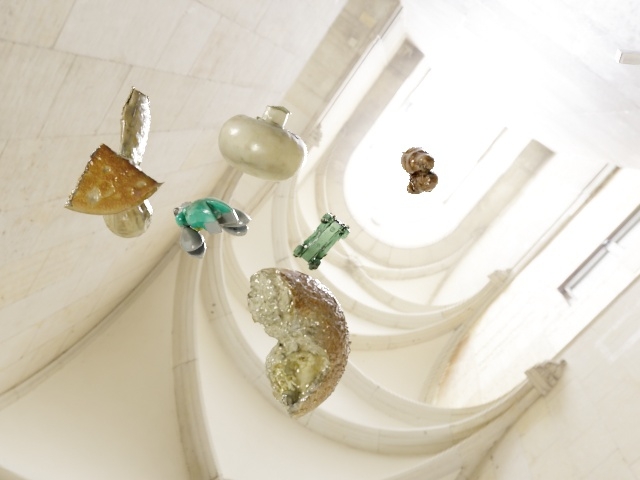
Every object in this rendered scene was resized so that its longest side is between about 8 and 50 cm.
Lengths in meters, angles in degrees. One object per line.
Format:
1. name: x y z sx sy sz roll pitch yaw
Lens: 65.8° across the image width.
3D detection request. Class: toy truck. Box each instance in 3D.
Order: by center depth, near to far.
1. toy truck: 0.001 -0.001 1.280 0.080 0.154 0.078 39 -165 -8

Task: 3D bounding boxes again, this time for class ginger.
1. ginger: 0.213 -0.146 1.076 0.162 0.073 0.103 -86 -21 -72

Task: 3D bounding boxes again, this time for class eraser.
1. eraser: 0.730 -0.430 1.156 0.065 0.026 0.105 15 -149 20

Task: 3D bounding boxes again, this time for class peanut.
1. peanut: -0.487 -0.102 1.225 0.120 0.298 0.136 -23 -117 -23

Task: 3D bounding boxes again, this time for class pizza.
1. pizza: -0.387 -0.110 0.905 0.041 0.178 0.131 18 134 55

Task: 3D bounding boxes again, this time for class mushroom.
1. mushroom: -0.145 -0.265 1.325 0.246 0.202 0.246 25 -175 -2

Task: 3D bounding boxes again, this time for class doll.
1. doll: -0.301 -0.055 1.370 0.153 0.195 0.258 66 175 -27

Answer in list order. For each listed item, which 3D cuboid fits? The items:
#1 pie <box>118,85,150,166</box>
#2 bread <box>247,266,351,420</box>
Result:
1. pie: -0.509 -0.293 1.349 0.068 0.128 0.282 3 -123 -6
2. bread: -0.022 0.203 1.036 0.192 0.171 0.314 9 -122 -40
